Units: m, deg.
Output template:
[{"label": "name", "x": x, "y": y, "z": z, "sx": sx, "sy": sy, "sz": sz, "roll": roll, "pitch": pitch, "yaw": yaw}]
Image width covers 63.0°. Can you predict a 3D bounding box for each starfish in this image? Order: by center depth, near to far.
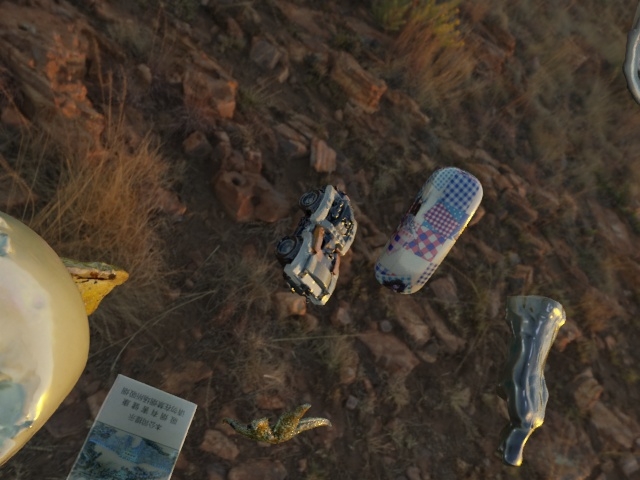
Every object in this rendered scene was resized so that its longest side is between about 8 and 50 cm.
[{"label": "starfish", "x": -0.061, "y": 0.306, "z": 0.864, "sx": 0.176, "sy": 0.208, "sz": 0.053, "roll": 1, "pitch": 69, "yaw": -22}]

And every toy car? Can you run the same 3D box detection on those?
[{"label": "toy car", "x": 0.002, "y": -0.001, "z": 1.297, "sx": 0.193, "sy": 0.118, "sz": 0.301, "roll": 53, "pitch": 52, "yaw": -39}]

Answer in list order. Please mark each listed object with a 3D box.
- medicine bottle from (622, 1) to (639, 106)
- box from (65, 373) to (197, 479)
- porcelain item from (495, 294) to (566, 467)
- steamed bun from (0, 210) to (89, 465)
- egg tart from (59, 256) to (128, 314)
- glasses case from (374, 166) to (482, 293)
[{"label": "medicine bottle", "x": 0.380, "y": -0.236, "z": 0.336, "sx": 0.213, "sy": 0.213, "sz": 0.378, "roll": 39, "pitch": 74, "yaw": -13}, {"label": "box", "x": -0.351, "y": 0.396, "z": 0.948, "sx": 0.164, "sy": 0.069, "sz": 0.256, "roll": 27, "pitch": 50, "yaw": -14}, {"label": "porcelain item", "x": 0.266, "y": 0.183, "z": 0.680, "sx": 0.081, "sy": 0.069, "sz": 0.215, "roll": 34, "pitch": 65, "yaw": -43}, {"label": "steamed bun", "x": -0.398, "y": 0.085, "z": 0.447, "sx": 0.334, "sy": 0.312, "sz": 0.233, "roll": -34, "pitch": 116, "yaw": -37}, {"label": "egg tart", "x": -0.448, "y": 0.078, "z": 0.878, "sx": 0.241, "sy": 0.241, "sz": 0.105, "roll": 6, "pitch": 80, "yaw": -34}, {"label": "glasses case", "x": 0.240, "y": -0.016, "z": 1.181, "sx": 0.125, "sy": 0.327, "sz": 0.076, "roll": 25, "pitch": 26, "yaw": -10}]
